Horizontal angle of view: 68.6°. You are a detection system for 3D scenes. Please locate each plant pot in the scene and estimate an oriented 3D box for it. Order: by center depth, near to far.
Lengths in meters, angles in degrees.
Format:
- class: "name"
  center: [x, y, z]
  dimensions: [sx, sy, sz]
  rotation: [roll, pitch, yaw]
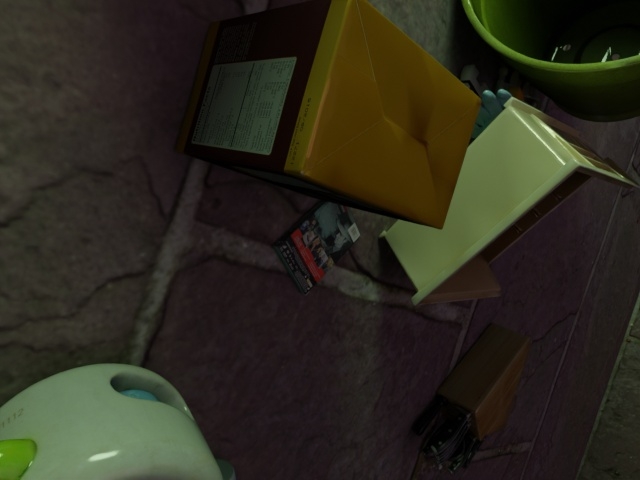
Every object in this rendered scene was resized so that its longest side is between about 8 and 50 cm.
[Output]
- class: "plant pot"
  center: [0.437, -0.348, 0.700]
  dimensions: [0.353, 0.366, 0.366]
  rotation: [17, 91, -57]

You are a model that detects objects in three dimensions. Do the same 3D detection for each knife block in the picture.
- class: "knife block"
  center: [0.292, 0.304, 0.919]
  dimensions: [0.242, 0.088, 0.276]
  rotation: [12, 95, -45]

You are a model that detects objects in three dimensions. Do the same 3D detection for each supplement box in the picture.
- class: "supplement box"
  center: [0.006, -0.108, 0.443]
  dimensions: [0.191, 0.194, 0.129]
  rotation: [14, 93, -45]

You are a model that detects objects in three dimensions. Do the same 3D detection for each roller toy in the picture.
- class: "roller toy"
  center: [-0.191, 0.214, 0.396]
  dimensions: [0.191, 0.146, 0.209]
  rotation: [-11, 117, -31]

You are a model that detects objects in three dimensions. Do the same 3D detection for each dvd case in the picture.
- class: "dvd case"
  center: [0.000, 0.000, 0.601]
  dimensions: [0.119, 0.013, 0.087]
  rotation: [-45, 129, -22]

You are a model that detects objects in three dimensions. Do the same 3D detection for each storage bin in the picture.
- class: "storage bin"
  center: [0.267, -0.036, 0.669]
  dimensions: [0.260, 0.123, 0.262]
  rotation: [3, 138, -42]

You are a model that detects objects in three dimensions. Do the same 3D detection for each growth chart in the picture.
- class: "growth chart"
  center: [0.371, -0.207, 0.877]
  dimensions: [0.237, 0.021, 0.172]
  rotation: [15, 92, -45]

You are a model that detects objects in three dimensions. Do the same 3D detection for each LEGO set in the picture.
- class: "LEGO set"
  center: [0.291, -0.165, 0.753]
  dimensions: [0.227, 0.087, 0.093]
  rotation: [41, 79, -34]

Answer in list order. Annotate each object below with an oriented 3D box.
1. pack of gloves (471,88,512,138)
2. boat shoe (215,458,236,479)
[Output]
- class: "pack of gloves"
  center: [0.226, -0.100, 0.687]
  dimensions: [0.195, 0.046, 0.232]
  rotation: [-40, 139, 20]
- class: "boat shoe"
  center: [-0.169, 0.322, 0.508]
  dimensions: [0.183, 0.065, 0.083]
  rotation: [-14, 111, -41]
